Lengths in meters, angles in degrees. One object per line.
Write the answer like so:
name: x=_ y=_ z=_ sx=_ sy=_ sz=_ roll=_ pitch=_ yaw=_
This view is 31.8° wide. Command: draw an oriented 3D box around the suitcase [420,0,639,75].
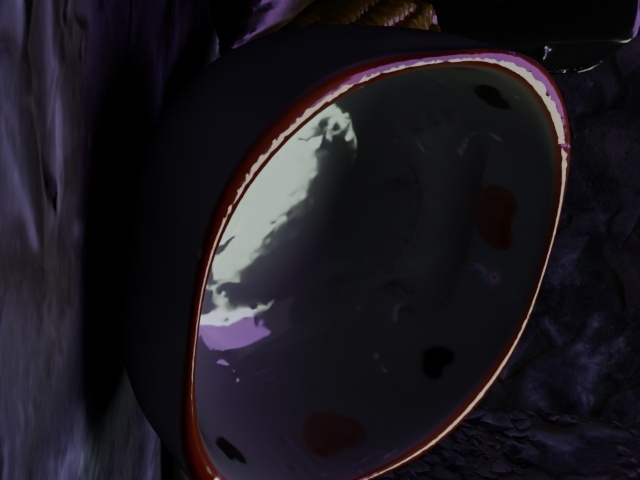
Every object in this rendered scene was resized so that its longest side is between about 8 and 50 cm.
suitcase: x=0.114 y=-0.294 z=1.023 sx=0.188 sy=0.345 sz=0.340 roll=130 pitch=-43 yaw=-85

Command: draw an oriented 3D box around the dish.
dish: x=0.000 y=0.000 z=0.564 sx=0.117 sy=0.256 sz=0.256 roll=34 pitch=-50 yaw=41

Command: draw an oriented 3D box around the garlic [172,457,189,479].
garlic: x=-0.062 y=0.085 z=0.809 sx=0.143 sy=0.112 sz=0.318 roll=-92 pitch=-162 yaw=-67

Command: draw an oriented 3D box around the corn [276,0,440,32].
corn: x=0.004 y=-0.101 z=0.750 sx=0.322 sy=0.119 sz=0.119 roll=-44 pitch=144 yaw=-61

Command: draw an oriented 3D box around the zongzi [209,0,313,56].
zongzi: x=-0.022 y=-0.249 z=0.648 sx=0.241 sy=0.111 sz=0.248 roll=-70 pitch=162 yaw=-65
